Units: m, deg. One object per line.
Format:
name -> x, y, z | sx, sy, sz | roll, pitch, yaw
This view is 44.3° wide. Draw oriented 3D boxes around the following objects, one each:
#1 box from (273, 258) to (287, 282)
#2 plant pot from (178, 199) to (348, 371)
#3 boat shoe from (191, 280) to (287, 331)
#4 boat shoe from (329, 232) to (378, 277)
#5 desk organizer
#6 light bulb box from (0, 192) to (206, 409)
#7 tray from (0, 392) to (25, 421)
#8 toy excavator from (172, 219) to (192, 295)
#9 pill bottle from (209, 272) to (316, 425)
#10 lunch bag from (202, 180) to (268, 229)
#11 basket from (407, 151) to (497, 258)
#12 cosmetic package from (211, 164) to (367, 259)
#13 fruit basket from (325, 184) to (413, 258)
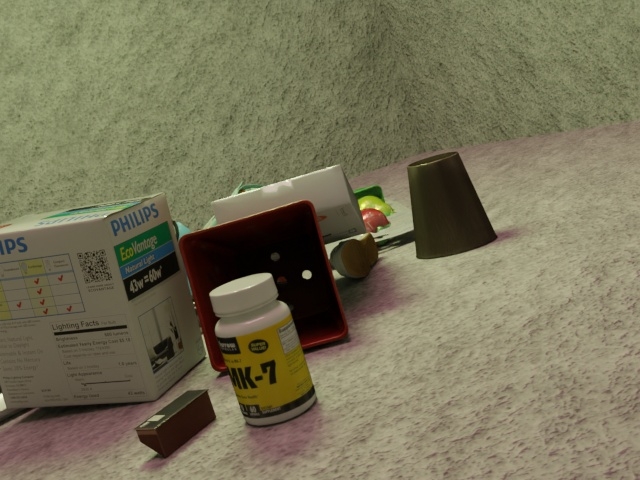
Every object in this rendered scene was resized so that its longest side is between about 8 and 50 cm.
box -> -0.168, 0.070, 2.118 | 0.123, 0.128, 0.257 | -19, 9, -11
plant pot -> -0.094, 0.088, 1.576 | 0.267, 0.267, 0.236 | -16, -3, 6
boat shoe -> -0.209, 0.141, 1.876 | 0.335, 0.095, 0.112 | -18, 9, -4
boat shoe -> 0.069, 0.047, 1.956 | 0.096, 0.098, 0.277 | -16, 2, 19
desk organizer -> -0.222, 0.282, 1.219 | 0.047, 0.050, 0.130 | -11, 11, 33
light bulb box -> -0.466, 0.119, 1.562 | 0.358, 0.360, 0.225 | -7, 13, 20
tray -> -0.680, 0.357, 1.663 | 0.145, 0.030, 0.270 | -6, 14, 45
toy excavator -> -0.422, 0.075, 2.347 | 0.222, 0.445, 0.432 | -11, 52, 33
pill bottle -> -0.090, 0.163, 1.197 | 0.119, 0.208, 0.119 | -17, 9, 3
lunch bag -> -0.224, -0.052, 2.289 | 0.223, 0.160, 0.262 | -46, -25, 27
basket -> 0.300, -0.090, 1.914 | 0.205, 0.226, 0.154 | -15, 10, 16
cosmetic package -> -0.055, -0.049, 1.792 | 0.285, 0.097, 0.377 | -18, -11, 6
fruit basket -> 0.112, -0.034, 2.284 | 0.327, 0.165, 0.353 | -20, 25, -13
